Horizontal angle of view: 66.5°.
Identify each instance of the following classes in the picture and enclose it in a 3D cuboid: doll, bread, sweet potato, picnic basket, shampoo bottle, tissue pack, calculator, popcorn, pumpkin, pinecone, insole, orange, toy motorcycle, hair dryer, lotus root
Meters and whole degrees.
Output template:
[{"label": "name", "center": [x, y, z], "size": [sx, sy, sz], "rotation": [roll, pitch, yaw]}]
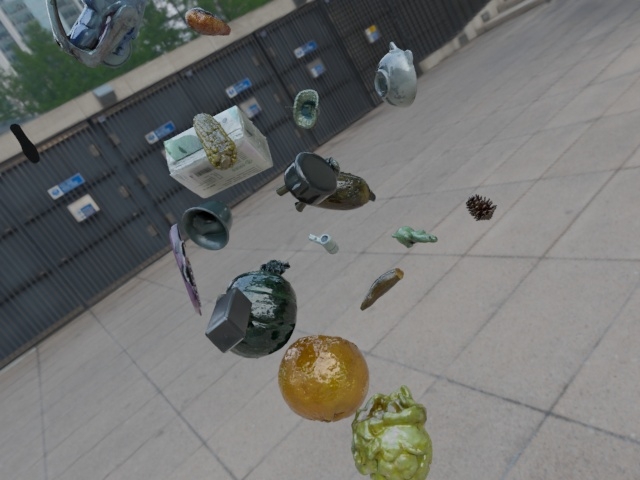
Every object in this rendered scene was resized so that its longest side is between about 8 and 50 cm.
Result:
[{"label": "doll", "center": [0.324, -0.006, 1.681], "size": [0.115, 0.078, 0.150], "rotation": [-13, 16, -41]}, {"label": "bread", "center": [-0.460, -0.886, 2.011], "size": [0.269, 0.139, 0.095], "rotation": [-49, -19, -77]}, {"label": "sweet potato", "center": [0.250, 0.200, 2.068], "size": [0.243, 0.077, 0.077], "rotation": [-40, 16, 4]}, {"label": "picnic basket", "center": [-0.028, -0.283, 1.048], "size": [0.065, 0.083, 0.083], "rotation": [15, 12, 23]}, {"label": "shampoo bottle", "center": [-0.241, 0.202, 1.318], "size": [0.080, 0.079, 0.246], "rotation": [-38, 15, 8]}, {"label": "tissue pack", "center": [-0.411, -0.347, 1.979], "size": [0.356, 0.194, 0.266], "rotation": [-23, -26, 14]}, {"label": "calculator", "center": [-0.431, 0.106, 1.568], "size": [0.043, 0.294, 0.194], "rotation": [-16, -16, -16]}, {"label": "popcorn", "center": [0.183, 0.525, 1.291], "size": [0.212, 0.259, 0.259], "rotation": [-7, 15, -6]}, {"label": "pumpkin", "center": [-0.199, 0.235, 1.576], "size": [0.197, 0.263, 0.293], "rotation": [-24, 47, 67]}, {"label": "pinecone", "center": [0.594, -0.120, 1.819], "size": [0.102, 0.109, 0.102], "rotation": [-63, -5, -10]}, {"label": "insole", "center": [-0.947, -0.310, 1.565], "size": [0.002, 0.135, 0.045], "rotation": [-8, 26, 38]}, {"label": "orange", "center": [0.012, 0.508, 1.769], "size": [0.340, 0.340, 0.293], "rotation": [-21, 51, 31]}, {"label": "toy motorcycle", "center": [-0.545, -0.597, 1.223], "size": [0.319, 0.182, 0.241], "rotation": [-65, -7, 14]}, {"label": "hair dryer", "center": [0.000, 0.000, 1.841], "size": [0.137, 0.082, 0.047], "rotation": [23, 74, 39]}, {"label": "lotus root", "center": [0.053, -0.223, 2.206], "size": [0.397, 0.179, 0.196], "rotation": [5, 27, 1]}]

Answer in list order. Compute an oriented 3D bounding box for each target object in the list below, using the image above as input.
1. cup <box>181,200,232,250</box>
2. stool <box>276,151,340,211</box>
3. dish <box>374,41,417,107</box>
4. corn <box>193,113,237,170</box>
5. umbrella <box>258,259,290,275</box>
[{"label": "cup", "center": [-0.417, -0.083, 1.906], "size": [0.199, 0.199, 0.150], "rotation": [-20, 27, 33]}, {"label": "stool", "center": [-0.026, -0.179, 1.520], "size": [0.228, 0.153, 0.139], "rotation": [-3, -25, -43]}, {"label": "dish", "center": [0.240, -0.566, 1.723], "size": [0.086, 0.236, 0.228], "rotation": [-19, 46, -19]}, {"label": "corn", "center": [-0.336, -0.317, 1.544], "size": [0.097, 0.097, 0.320], "rotation": [-33, 45, -4]}, {"label": "umbrella", "center": [-0.222, 0.209, 1.923], "size": [0.143, 0.094, 0.349], "rotation": [-13, -36, -40]}]
